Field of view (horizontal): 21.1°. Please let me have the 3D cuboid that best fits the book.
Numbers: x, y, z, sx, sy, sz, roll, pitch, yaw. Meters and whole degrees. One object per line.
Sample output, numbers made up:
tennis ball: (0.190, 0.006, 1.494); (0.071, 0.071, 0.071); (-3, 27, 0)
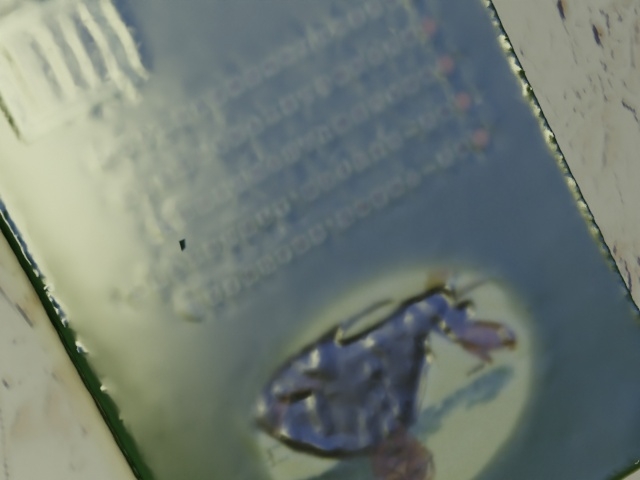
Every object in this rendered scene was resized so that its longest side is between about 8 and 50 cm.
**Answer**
book: (0.000, 0.000, 0.811); (0.260, 0.043, 0.371); (-29, 105, -13)
